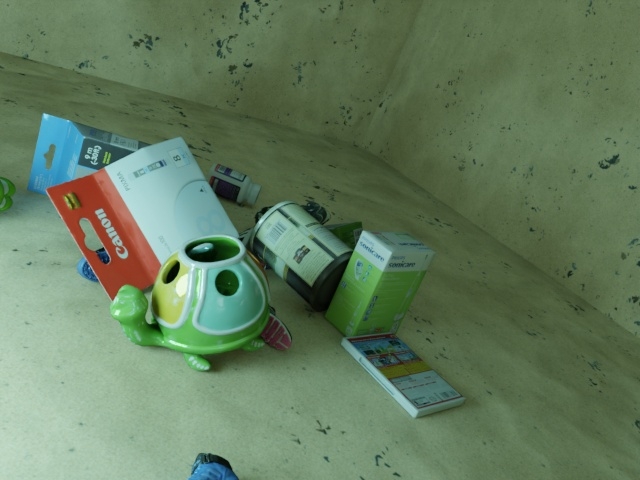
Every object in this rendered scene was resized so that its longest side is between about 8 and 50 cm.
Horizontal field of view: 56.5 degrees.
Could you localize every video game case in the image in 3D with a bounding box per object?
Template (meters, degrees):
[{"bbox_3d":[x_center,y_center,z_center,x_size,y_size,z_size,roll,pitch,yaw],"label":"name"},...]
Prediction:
[{"bbox_3d":[0.211,0.337,1.537,0.204,0.025,0.285,3,29,-44],"label":"video game case"}]

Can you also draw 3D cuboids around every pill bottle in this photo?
[{"bbox_3d":[-0.322,-0.204,2.208,0.194,0.108,0.108,22,20,-3],"label":"pill bottle"}]

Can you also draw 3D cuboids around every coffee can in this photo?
[{"bbox_3d":[-0.041,0.041,1.715,0.275,0.201,0.202,41,26,26],"label":"coffee can"}]

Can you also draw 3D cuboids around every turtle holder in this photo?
[{"bbox_3d":[-0.264,0.112,1.269,0.321,0.227,0.243,2,32,-8],"label":"turtle holder"}]

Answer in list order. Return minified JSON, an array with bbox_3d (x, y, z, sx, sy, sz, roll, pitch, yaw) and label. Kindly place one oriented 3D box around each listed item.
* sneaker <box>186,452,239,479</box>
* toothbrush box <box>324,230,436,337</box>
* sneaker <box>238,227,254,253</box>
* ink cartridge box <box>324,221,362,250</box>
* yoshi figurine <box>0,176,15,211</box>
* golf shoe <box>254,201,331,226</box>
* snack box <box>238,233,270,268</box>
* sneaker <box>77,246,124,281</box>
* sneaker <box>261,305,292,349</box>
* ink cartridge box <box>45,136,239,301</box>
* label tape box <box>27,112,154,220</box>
[{"bbox_3d":[-0.196,0.378,0.933,0.152,0.058,0.084,11,29,-41],"label":"sneaker"},{"bbox_3d":[0.165,0.124,1.651,0.206,0.283,0.122,1,30,-45],"label":"toothbrush box"},{"bbox_3d":[-0.265,0.005,1.757,0.121,0.079,0.217,12,21,6],"label":"sneaker"},{"bbox_3d":[0.000,0.000,2.087,0.255,0.096,0.189,-6,5,30],"label":"ink cartridge box"},{"bbox_3d":[-0.883,-0.140,1.345,0.362,0.203,0.203,12,39,-35],"label":"yoshi figurine"},{"bbox_3d":[-0.096,-0.065,2.025,0.273,0.105,0.120,-3,-5,27],"label":"golf shoe"},{"bbox_3d":[-0.207,0.033,1.855,0.178,0.022,0.064,36,24,31],"label":"snack box"},{"bbox_3d":[-0.498,0.044,1.449,0.091,0.081,0.232,13,15,33],"label":"sneaker"},{"bbox_3d":[-0.127,0.199,1.462,0.170,0.063,0.075,39,12,19],"label":"sneaker"},{"bbox_3d":[-0.411,-0.064,1.445,0.385,0.091,0.308,-35,97,-53],"label":"ink cartridge box"},{"bbox_3d":[-0.612,-0.175,1.628,0.334,0.240,0.106,14,24,-21],"label":"label tape box"}]
